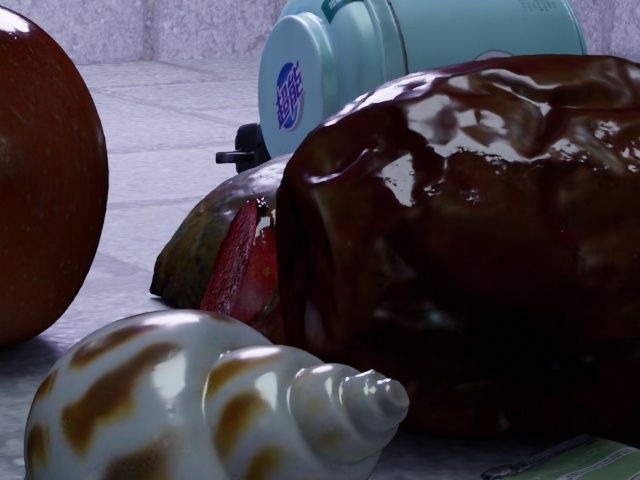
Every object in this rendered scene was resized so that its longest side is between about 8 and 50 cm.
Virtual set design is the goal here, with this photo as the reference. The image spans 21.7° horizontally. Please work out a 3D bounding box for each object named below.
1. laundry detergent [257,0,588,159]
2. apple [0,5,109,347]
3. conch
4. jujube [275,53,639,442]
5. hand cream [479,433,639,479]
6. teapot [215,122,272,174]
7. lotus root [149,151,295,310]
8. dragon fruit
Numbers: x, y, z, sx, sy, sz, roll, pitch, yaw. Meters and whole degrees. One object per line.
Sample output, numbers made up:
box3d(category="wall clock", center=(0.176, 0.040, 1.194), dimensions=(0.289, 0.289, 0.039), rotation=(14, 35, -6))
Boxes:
box3d(category="laundry detergent", center=(0.102, -0.166, 1.896), dimensions=(0.305, 0.287, 0.287), rotation=(-4, 13, -25))
box3d(category="apple", center=(-0.337, -0.050, 1.311), dimensions=(0.348, 0.277, 0.348), rotation=(-1, 11, 0))
box3d(category="conch", center=(-0.061, 0.111, 0.895), dimensions=(0.275, 0.148, 0.183), rotation=(9, 18, 41))
box3d(category="jujube", center=(0.160, 0.010, 1.162), dimensions=(0.377, 0.276, 0.276), rotation=(-5, 14, -22))
box3d(category="hand cream", center=(0.192, 0.152, 0.985), dimensions=(0.086, 0.055, 0.235), rotation=(-16, 15, -25))
box3d(category="teapot", center=(-0.059, -0.110, 2.093), dimensions=(0.177, 0.087, 0.096), rotation=(-8, 11, -39))
box3d(category="lotus root", center=(0.001, -0.006, 1.481), dimensions=(0.314, 0.142, 0.210), rotation=(5, 14, 21))
box3d(category="dragon fruit", center=(-0.027, 0.046, 1.280), dimensions=(0.111, 0.153, 0.153), rotation=(17, 8, -16))
